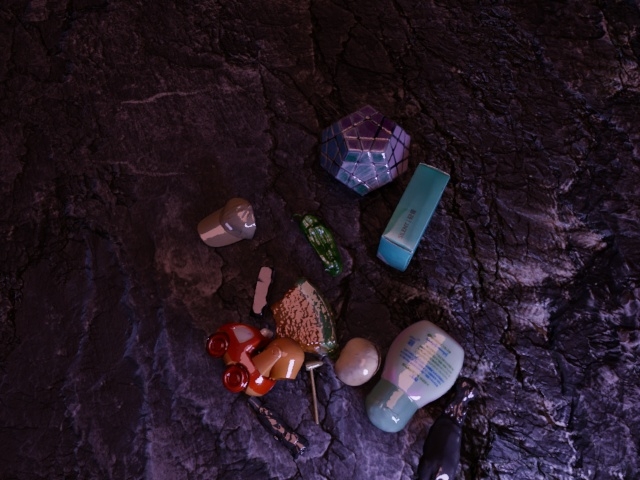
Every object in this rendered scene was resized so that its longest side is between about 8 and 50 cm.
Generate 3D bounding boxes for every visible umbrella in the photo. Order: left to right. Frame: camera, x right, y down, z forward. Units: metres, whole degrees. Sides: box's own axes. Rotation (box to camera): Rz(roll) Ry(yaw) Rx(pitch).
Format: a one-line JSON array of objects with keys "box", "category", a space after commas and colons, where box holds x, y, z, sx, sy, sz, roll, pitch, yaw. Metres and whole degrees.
[{"box": [-0.135, 0.564, 1.756, 0.235, 0.059, 0.066, 42, 54, 17], "category": "umbrella"}]

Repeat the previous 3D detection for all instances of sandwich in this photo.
[{"box": [-0.052, 0.247, 1.844, 0.212, 0.109, 0.292, -5, 70, -2], "category": "sandwich"}]

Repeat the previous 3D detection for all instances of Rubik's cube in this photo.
[{"box": [0.153, -0.311, 1.969, 0.264, 0.319, 0.319, -3, 67, -28], "category": "Rubik's cube"}]

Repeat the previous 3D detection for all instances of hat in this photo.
[{"box": [-0.328, -0.068, 1.964, 0.173, 0.144, 0.166, -18, 66, -30], "category": "hat"}]

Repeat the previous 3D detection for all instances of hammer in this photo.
[{"box": [-0.011, 0.478, 1.806, 0.060, 0.028, 0.195, -5, 72, -8], "category": "hammer"}]

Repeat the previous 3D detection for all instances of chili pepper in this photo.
[{"box": [-0.003, 0.003, 1.954, 0.100, 0.074, 0.257, -30, 73, -11], "category": "chili pepper"}]

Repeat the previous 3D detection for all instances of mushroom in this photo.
[{"box": [0.117, 0.382, 1.787, 0.154, 0.122, 0.154, -25, 46, 29], "category": "mushroom"}]

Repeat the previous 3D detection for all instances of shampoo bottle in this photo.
[{"box": [0.274, 0.426, 1.752, 0.222, 0.151, 0.349, 39, 74, 8], "category": "shampoo bottle"}]

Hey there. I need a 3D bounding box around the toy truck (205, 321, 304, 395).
[{"box": [-0.189, 0.339, 1.739, 0.239, 0.189, 0.265, -36, 66, 2], "category": "toy truck"}]

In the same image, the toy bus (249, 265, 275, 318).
[{"box": [-0.191, 0.174, 1.893, 0.057, 0.072, 0.172, 10, 72, 6], "category": "toy bus"}]

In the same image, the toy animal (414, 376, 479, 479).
[{"box": [0.372, 0.575, 1.691, 0.106, 0.168, 0.343, 22, 57, 11], "category": "toy animal"}]

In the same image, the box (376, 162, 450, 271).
[{"box": [0.306, -0.077, 1.912, 0.118, 0.205, 0.311, 25, 72, 12], "category": "box"}]
